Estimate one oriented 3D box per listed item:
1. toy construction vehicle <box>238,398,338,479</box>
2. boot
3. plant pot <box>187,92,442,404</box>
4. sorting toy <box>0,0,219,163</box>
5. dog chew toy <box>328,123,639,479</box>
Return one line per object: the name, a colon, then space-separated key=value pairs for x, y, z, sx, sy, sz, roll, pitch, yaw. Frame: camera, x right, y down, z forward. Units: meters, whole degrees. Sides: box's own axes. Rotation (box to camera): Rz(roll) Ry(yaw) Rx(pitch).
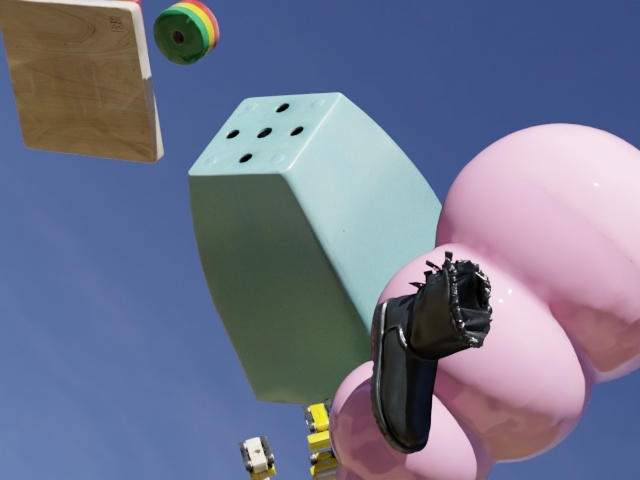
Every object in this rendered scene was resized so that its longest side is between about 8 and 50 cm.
toy construction vehicle: x=-0.017 y=0.177 z=1.441 sx=0.098 sy=0.086 sz=0.035 roll=-117 pitch=-168 yaw=-56
boot: x=0.078 y=0.075 z=1.227 sx=0.045 sy=0.121 sz=0.099 roll=12 pitch=-27 yaw=-32
plant pot: x=0.000 y=0.000 z=1.521 sx=0.166 sy=0.165 sz=0.234 roll=1 pitch=-48 yaw=36
sorting toy: x=-0.192 y=-0.138 z=1.457 sx=0.274 sy=0.046 sz=0.132 roll=7 pitch=-61 yaw=28
dog chew toy: x=0.134 y=0.071 z=1.361 sx=0.206 sy=0.332 sz=0.206 roll=40 pitch=-12 yaw=10
